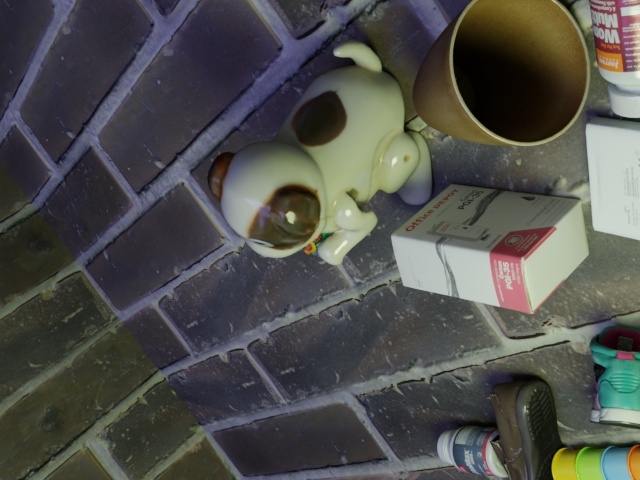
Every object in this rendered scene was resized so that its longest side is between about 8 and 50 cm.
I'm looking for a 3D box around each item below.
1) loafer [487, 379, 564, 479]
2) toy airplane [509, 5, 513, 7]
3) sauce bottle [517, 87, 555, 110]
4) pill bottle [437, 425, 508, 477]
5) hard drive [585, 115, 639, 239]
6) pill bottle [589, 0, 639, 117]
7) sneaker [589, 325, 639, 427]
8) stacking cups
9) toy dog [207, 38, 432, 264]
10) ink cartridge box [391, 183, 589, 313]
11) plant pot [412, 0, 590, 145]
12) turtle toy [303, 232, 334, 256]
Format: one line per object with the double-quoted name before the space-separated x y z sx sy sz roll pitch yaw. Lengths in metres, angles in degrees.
"loafer" 0.442 0.446 1.931 0.130 0.133 0.366 15 122 47
"toy airplane" 0.280 -0.437 1.361 0.151 0.028 0.151 30 137 32
"sauce bottle" 0.351 -0.214 1.478 0.042 0.042 0.128 55 148 -7
"pill bottle" 0.360 0.482 2.062 0.180 0.108 0.108 -10 114 53
"hard drive" 0.560 -0.075 1.368 0.307 0.040 0.203 16 133 40
"pill bottle" 0.438 -0.290 1.235 0.121 0.121 0.221 12 130 43
"sneaker" 0.544 0.247 1.623 0.123 0.179 0.295 5 170 14
"stacking cups" 0.607 0.452 1.766 0.316 0.096 0.096 -20 106 53
"toy dog" -0.003 -0.126 1.639 0.284 0.408 0.395 35 143 21
"ink cartridge box" 0.298 0.007 1.597 0.283 0.207 0.117 11 129 43
"plant pot" 0.251 -0.250 1.421 0.237 0.237 0.254 57 162 -9
"turtle toy" 0.000 0.000 2.059 0.130 0.066 0.095 12 131 43
